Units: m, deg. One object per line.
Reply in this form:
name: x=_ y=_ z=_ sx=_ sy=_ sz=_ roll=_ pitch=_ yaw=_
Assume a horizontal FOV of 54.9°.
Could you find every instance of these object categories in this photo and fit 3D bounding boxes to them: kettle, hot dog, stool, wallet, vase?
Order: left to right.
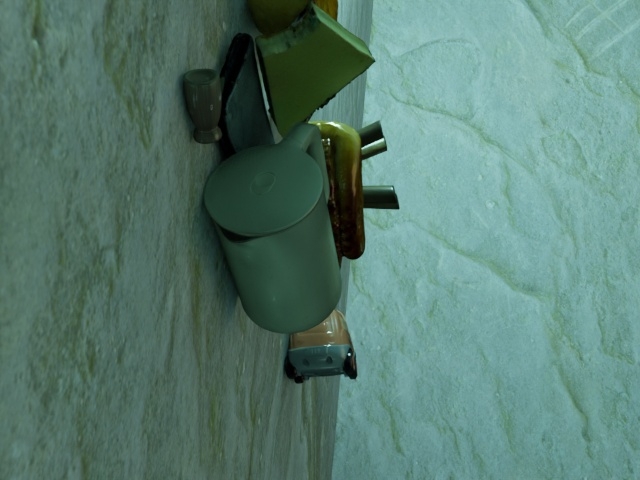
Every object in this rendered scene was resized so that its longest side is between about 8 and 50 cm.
vase: x=-0.168 y=-0.193 z=0.895 sx=0.053 sy=0.053 sz=0.100 roll=-76 pitch=170 yaw=-49
wallet: x=-0.131 y=-0.187 z=1.157 sx=0.379 sy=0.046 sz=0.190 roll=80 pitch=17 yaw=-61
kettle: x=-0.053 y=-0.013 z=1.108 sx=0.205 sy=0.265 sz=0.318 roll=47 pitch=-18 yaw=34
hot dog: x=0.006 y=-0.067 z=1.441 sx=0.405 sy=0.185 sz=0.223 roll=83 pitch=13 yaw=-47
stool: x=0.125 y=-0.232 z=2.063 sx=0.310 sy=0.226 sz=0.310 roll=19 pitch=59 yaw=-81

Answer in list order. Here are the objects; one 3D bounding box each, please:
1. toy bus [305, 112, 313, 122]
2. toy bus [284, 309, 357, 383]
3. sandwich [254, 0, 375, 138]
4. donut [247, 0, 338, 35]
toy bus: x=-0.033 y=-0.396 z=1.569 sx=0.409 sy=0.093 sz=0.092 roll=-69 pitch=168 yaw=-61
toy bus: x=-0.001 y=0.296 z=1.807 sx=0.287 sy=0.194 sz=0.232 roll=63 pitch=19 yaw=-72
sandwich: x=-0.053 y=-0.310 z=1.131 sx=0.212 sy=0.245 sz=0.063 roll=16 pitch=44 yaw=-53
donut: x=-0.054 y=-0.558 z=1.154 sx=0.435 sy=0.164 sz=0.377 roll=48 pitch=47 yaw=-81
